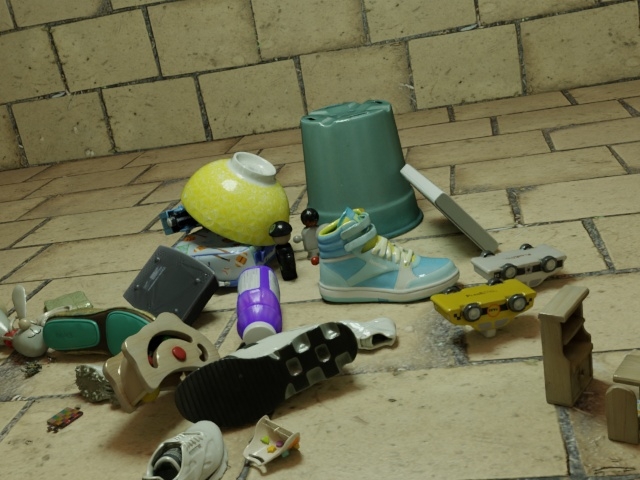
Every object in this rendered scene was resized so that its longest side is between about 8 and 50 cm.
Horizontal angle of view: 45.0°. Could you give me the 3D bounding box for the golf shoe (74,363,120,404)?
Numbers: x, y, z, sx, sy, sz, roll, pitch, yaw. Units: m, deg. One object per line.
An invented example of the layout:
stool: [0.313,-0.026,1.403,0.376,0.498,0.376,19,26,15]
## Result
golf shoe: [-0.401,0.277,1.505,0.176,0.069,0.086,10,10,33]

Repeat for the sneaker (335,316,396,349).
sneaker: [0.074,0.185,1.499,0.152,0.054,0.061,-10,22,1]

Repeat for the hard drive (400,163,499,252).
hard drive: [0.316,-0.085,1.937,0.040,0.203,0.307,-47,19,8]

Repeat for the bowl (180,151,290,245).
bowl: [-0.193,-0.130,1.967,0.289,0.156,0.289,22,24,-10]

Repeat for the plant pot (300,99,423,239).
plant pot: [0.094,-0.199,2.143,0.340,0.334,0.341,-10,20,4]

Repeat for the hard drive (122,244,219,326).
hard drive: [-0.345,0.113,1.799,0.254,0.054,0.172,20,72,47]

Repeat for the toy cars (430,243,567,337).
toy cars: [0.362,0.101,1.546,0.176,0.087,0.393,8,23,31]

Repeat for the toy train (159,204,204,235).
toy train: [-0.334,-0.068,2.062,0.184,0.080,0.105,-20,7,-34]

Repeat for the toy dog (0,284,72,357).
toy dog: [-0.765,0.172,1.800,0.333,0.161,0.220,-6,28,17]

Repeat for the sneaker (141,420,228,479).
sneaker: [-0.204,0.333,1.173,0.090,0.095,0.235,-8,18,12]

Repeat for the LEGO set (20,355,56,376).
LEGO set: [-0.611,0.273,1.670,0.083,0.024,0.054,-9,17,-38]

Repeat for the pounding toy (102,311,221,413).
pounding toy: [-0.293,0.241,1.421,0.155,0.154,0.269,-45,-2,24]

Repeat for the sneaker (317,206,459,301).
sneaker: [0.136,0.021,1.691,0.318,0.208,0.127,-6,19,13]

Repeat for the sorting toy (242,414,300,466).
sorting toy: [-0.081,0.324,1.216,0.075,0.045,0.083,-33,29,-33]

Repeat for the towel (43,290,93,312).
towel: [-0.645,0.166,1.971,0.110,0.027,0.148,-20,21,-23]

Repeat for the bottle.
bottle: [-0.128,0.149,1.611,0.092,0.118,0.283,-10,20,-1]

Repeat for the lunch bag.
lunch bag: [-0.235,0.032,2.005,0.243,0.115,0.303,-2,20,17]

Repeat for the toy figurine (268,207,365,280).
toy figurine: [0.000,0.000,1.912,0.213,0.148,0.209,2,23,34]

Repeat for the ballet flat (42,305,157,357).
ballet flat: [-0.440,0.195,1.670,0.348,0.123,0.123,-1,22,26]

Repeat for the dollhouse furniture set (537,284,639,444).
dollhouse furniture set: [0.467,0.174,1.160,0.242,0.161,0.212,5,25,38]

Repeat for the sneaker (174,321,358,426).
sneaker: [-0.102,0.238,1.388,0.330,0.123,0.146,-17,2,-16]

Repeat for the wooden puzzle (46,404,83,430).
wooden puzzle: [-0.479,0.332,1.448,0.049,0.006,0.083,4,24,36]
